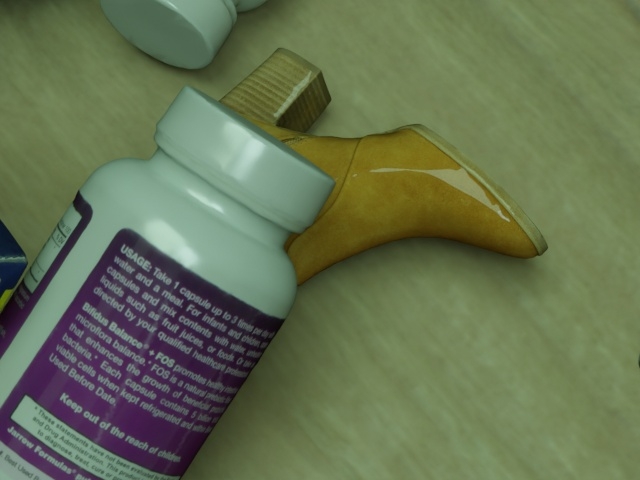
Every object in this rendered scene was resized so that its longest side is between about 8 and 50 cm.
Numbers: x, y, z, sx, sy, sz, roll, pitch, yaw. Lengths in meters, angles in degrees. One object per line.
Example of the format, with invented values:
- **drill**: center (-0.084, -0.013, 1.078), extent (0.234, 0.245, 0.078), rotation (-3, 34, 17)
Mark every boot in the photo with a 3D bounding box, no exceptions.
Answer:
- **boot**: center (-0.001, -0.001, 1.457), extent (0.295, 0.104, 0.211), rotation (33, 77, 28)

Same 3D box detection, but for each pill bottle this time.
- **pill bottle**: center (-0.078, -0.257, 1.577), extent (0.131, 0.131, 0.229), rotation (21, 67, 19)
- **pill bottle**: center (-0.121, 0.052, 1.349), extent (0.169, 0.169, 0.301), rotation (36, 95, 24)

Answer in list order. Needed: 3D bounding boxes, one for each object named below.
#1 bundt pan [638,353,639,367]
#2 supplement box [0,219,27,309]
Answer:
- **bundt pan**: center (0.383, 0.062, 1.341), extent (0.330, 0.124, 0.331), rotation (-4, 62, 8)
- **supplement box**: center (-0.386, 0.079, 1.309), extent (0.195, 0.194, 0.356), rotation (51, 122, 27)
